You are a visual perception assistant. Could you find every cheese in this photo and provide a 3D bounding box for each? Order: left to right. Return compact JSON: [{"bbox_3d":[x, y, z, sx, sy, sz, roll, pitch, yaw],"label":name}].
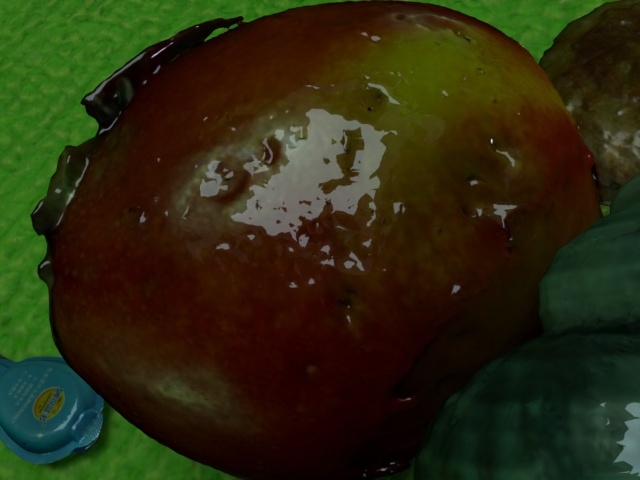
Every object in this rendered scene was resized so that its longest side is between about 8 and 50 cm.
[{"bbox_3d":[-0.317,0.152,0.791,0.256,0.037,0.106,18,62,29],"label":"cheese"}]

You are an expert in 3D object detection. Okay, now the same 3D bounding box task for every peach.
[{"bbox_3d":[0.000,0.000,0.597,0.416,0.339,0.353,-18,39,5],"label":"peach"}]

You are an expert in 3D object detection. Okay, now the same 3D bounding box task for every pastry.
[{"bbox_3d":[0.325,-0.132,0.734,0.257,0.121,0.236,-35,49,-5],"label":"pastry"}]

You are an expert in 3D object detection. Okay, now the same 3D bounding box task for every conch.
[{"bbox_3d":[0.169,0.081,0.407,0.220,0.195,0.277,18,95,61],"label":"conch"}]
